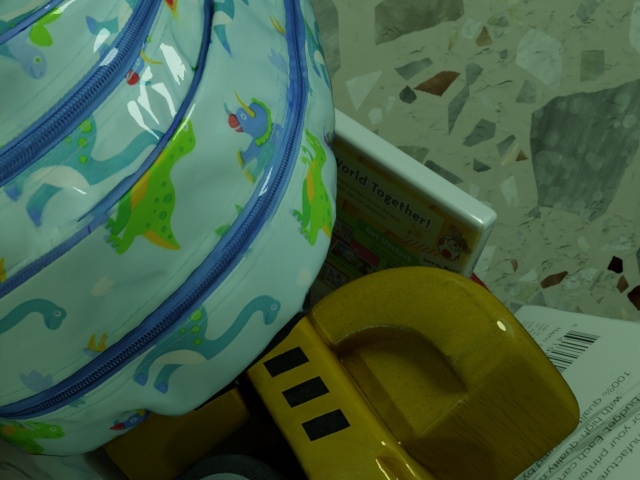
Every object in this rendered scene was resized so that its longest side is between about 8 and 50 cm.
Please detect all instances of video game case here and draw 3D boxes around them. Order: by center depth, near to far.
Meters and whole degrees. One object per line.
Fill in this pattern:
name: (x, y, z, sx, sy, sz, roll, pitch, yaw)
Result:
video game case: (0.000, 0.000, 0.746, 0.227, 0.026, 0.206, 36, -46, 20)

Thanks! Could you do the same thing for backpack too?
backpack: (-0.128, -0.061, 0.533, 0.273, 0.290, 0.356, 49, 20, -52)

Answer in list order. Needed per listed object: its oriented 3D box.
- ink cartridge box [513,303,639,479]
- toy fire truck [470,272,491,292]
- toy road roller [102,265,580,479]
ink cartridge box: (0.202, 0.211, 0.721, 0.166, 0.285, 0.395, 51, -14, -14)
toy fire truck: (0.011, 0.062, 0.977, 0.169, 0.254, 0.302, 48, 4, -35)
toy road roller: (0.006, 0.098, 0.643, 0.202, 0.240, 0.329, 47, 5, -48)
